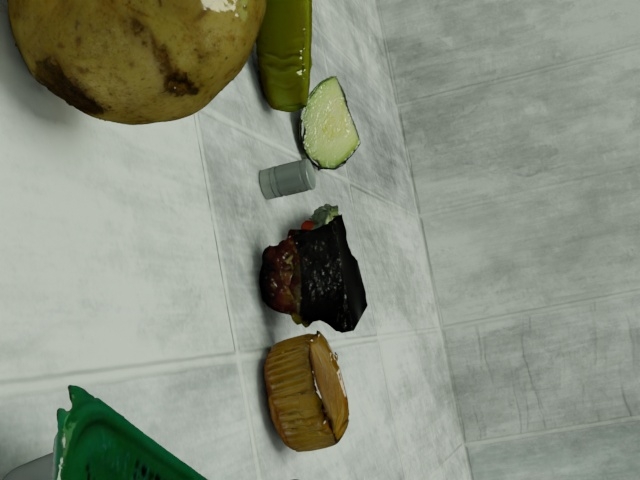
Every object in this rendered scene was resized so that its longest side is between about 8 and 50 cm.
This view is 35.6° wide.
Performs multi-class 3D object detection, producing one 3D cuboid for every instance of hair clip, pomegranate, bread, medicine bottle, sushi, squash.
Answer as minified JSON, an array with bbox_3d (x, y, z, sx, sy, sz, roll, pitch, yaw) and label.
[{"bbox_3d":[-0.002,0.000,1.961,0.321,0.091,0.138,-34,113,-85],"label":"hair clip"},{"bbox_3d":[-0.200,-0.263,1.082,0.281,0.281,0.281,-12,90,-76],"label":"pomegranate"},{"bbox_3d":[-0.073,-0.435,1.892,0.166,0.112,0.383,-85,175,-65],"label":"bread"},{"bbox_3d":[-0.060,-0.111,1.812,0.058,0.091,0.058,-12,90,-75],"label":"medicine bottle"},{"bbox_3d":[-0.022,0.063,1.691,0.153,0.150,0.172,-47,124,-72],"label":"sushi"},{"bbox_3d":[-0.026,0.249,1.630,0.199,0.104,0.199,-17,90,-78],"label":"bread"},{"bbox_3d":[-0.012,-0.244,2.181,0.184,0.085,0.192,-45,124,-38],"label":"squash"}]

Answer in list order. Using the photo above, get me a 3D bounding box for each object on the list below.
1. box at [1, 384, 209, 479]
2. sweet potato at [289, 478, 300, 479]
[{"bbox_3d":[-0.199,0.314,0.914,0.336,0.106,0.264,56,25,-53],"label":"box"},{"bbox_3d":[-0.054,0.408,1.488,0.218,0.051,0.065,-49,127,-73],"label":"sweet potato"}]
